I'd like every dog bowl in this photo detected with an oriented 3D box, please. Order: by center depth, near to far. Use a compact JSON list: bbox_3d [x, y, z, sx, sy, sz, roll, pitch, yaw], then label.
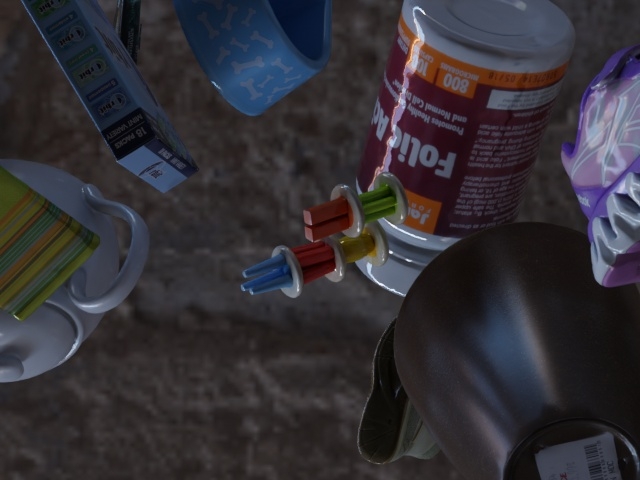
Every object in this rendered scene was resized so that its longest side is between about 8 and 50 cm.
[{"bbox_3d":[-0.052,-0.244,1.432,0.166,0.074,0.297,51,-151,-40],"label":"dog bowl"}]

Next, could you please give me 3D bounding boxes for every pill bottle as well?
[{"bbox_3d":[0.172,-0.129,2.140,0.224,0.224,0.392,-65,-9,-56],"label":"pill bottle"}]

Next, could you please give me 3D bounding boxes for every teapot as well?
[{"bbox_3d":[-0.310,0.053,1.633,0.256,0.253,0.187,107,157,-50],"label":"teapot"}]

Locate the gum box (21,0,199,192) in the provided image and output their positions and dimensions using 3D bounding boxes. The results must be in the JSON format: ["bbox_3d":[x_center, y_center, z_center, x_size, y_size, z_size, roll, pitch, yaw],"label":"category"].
[{"bbox_3d":[-0.176,-0.136,1.334,0.184,0.041,0.157,58,-178,10],"label":"gum box"}]

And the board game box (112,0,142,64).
[{"bbox_3d":[-0.234,-0.219,1.945,0.186,0.026,0.126,118,155,-63],"label":"board game box"}]

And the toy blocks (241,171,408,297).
[{"bbox_3d":[0.000,0.000,1.550,0.054,0.148,0.123,56,149,25],"label":"toy blocks"}]

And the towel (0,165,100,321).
[{"bbox_3d":[-0.295,-0.028,1.346,0.237,0.102,0.021,41,-170,-36],"label":"towel"}]

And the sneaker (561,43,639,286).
[{"bbox_3d":[0.195,-0.076,0.898,0.104,0.095,0.236,66,151,27],"label":"sneaker"}]

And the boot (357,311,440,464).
[{"bbox_3d":[0.130,0.181,2.091,0.165,0.077,0.213,11,-83,-59],"label":"boot"}]

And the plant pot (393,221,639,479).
[{"bbox_3d":[0.177,0.127,1.290,0.230,0.215,0.215,-100,2,-67],"label":"plant pot"}]
